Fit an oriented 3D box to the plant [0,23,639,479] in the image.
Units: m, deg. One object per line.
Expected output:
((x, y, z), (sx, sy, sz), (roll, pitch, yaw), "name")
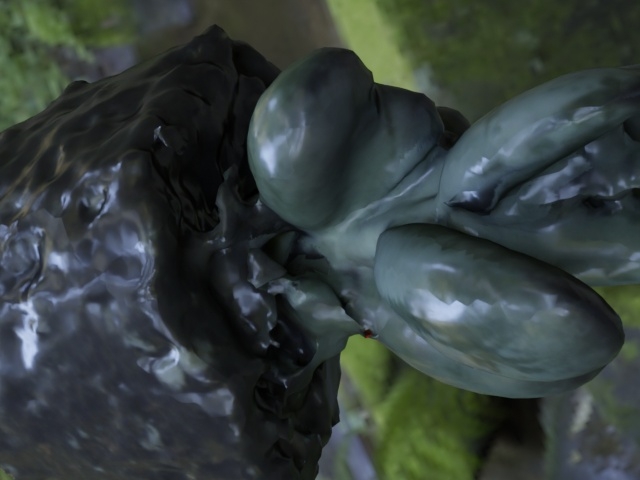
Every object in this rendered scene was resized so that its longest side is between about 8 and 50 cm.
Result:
((0.000, -0.001, 0.655), (0.274, 0.146, 0.149), (-10, 133, 35), "plant")
